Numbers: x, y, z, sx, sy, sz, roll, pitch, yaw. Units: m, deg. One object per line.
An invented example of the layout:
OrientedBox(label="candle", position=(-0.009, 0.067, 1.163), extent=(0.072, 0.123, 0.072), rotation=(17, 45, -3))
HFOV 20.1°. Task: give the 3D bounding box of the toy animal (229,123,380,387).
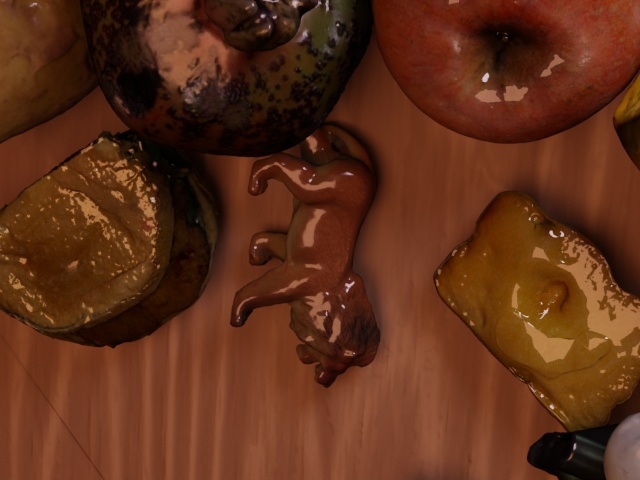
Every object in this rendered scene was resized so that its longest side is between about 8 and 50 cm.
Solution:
OrientedBox(label="toy animal", position=(0.000, 0.000, 1.839), extent=(0.157, 0.097, 0.312), rotation=(12, 108, 7))

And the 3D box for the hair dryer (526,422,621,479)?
OrientedBox(label="hair dryer", position=(0.284, 0.326, 1.705), extent=(0.244, 0.116, 0.302), rotation=(22, 93, -8))

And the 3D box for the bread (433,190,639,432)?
OrientedBox(label="bread", position=(0.230, 0.065, 1.753), extent=(0.233, 0.088, 0.161), rotation=(45, 112, 9))

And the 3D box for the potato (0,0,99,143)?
OrientedBox(label="potato", position=(-0.339, -0.252, 1.818), extent=(0.237, 0.288, 0.301), rotation=(-33, 53, 20))

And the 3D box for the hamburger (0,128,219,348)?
OrientedBox(label="hamburger", position=(-0.228, 0.007, 1.907), extent=(0.309, 0.132, 0.211), rotation=(-29, 93, 28))

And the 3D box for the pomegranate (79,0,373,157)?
OrientedBox(label="pomegranate", position=(-0.078, -0.207, 1.662), extent=(0.285, 0.340, 0.285), rotation=(-1, 93, -10))

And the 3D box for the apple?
OrientedBox(label="apple", position=(0.174, -0.214, 1.628), extent=(0.253, 0.253, 0.253), rotation=(7, 108, 22))

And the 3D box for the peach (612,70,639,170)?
OrientedBox(label="peach", position=(0.454, -0.115, 1.511), extent=(0.380, 0.242, 0.306), rotation=(20, 154, 6))

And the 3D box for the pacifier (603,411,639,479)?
OrientedBox(label="pacifier", position=(0.373, 0.155, 1.560), extent=(0.269, 0.343, 0.288), rotation=(-37, 79, 4))
